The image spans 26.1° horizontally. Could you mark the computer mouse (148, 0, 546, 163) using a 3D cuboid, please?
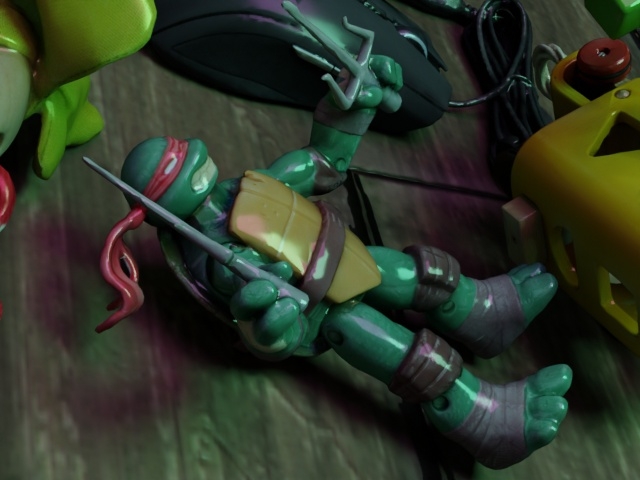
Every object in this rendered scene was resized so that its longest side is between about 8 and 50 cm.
[{"bbox_3d":[0.026,-0.137,0.801,0.262,0.060,0.184,19,40,-15],"label":"computer mouse"}]

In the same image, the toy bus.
[{"bbox_3d":[0.142,-0.020,0.684,0.104,0.202,0.191,-28,85,-14],"label":"toy bus"}]

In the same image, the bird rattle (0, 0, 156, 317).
[{"bbox_3d":[-0.187,-0.053,0.561,0.207,0.143,0.253,23,50,10],"label":"bird rattle"}]

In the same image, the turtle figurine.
[{"bbox_3d":[0.000,0.000,0.589,0.234,0.118,0.175,33,50,-22],"label":"turtle figurine"}]
